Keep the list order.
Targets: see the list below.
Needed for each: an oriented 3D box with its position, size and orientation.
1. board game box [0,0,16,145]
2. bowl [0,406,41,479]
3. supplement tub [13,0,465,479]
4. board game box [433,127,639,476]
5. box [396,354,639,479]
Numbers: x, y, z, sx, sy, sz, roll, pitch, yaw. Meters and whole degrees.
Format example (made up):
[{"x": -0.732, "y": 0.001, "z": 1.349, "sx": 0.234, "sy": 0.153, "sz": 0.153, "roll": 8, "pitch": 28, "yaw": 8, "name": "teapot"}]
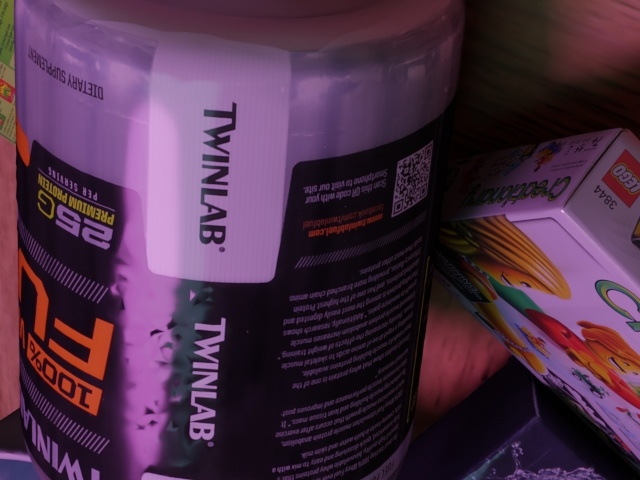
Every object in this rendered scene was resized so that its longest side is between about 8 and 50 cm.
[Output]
[{"x": -0.168, "y": -0.135, "z": 0.890, "sx": 0.092, "sy": 0.043, "sz": 0.181, "roll": 35, "pitch": 143, "yaw": -1, "name": "board game box"}, {"x": -0.078, "y": 0.182, "z": 1.083, "sx": 0.312, "sy": 0.163, "sz": 0.311, "roll": 21, "pitch": 141, "yaw": 17, "name": "bowl"}, {"x": -0.044, "y": 0.013, "z": 0.778, "sx": 0.194, "sy": 0.193, "sz": 0.316, "roll": 17, "pitch": 122, "yaw": 21, "name": "supplement tub"}, {"x": 0.184, "y": 0.074, "z": 0.804, "sx": 0.305, "sy": 0.053, "sz": 0.193, "roll": 43, "pitch": 165, "yaw": -13, "name": "board game box"}, {"x": 0.114, "y": 0.172, "z": 0.933, "sx": 0.158, "sy": 0.093, "sz": 0.156, "roll": 43, "pitch": 108, "yaw": -13, "name": "box"}]
